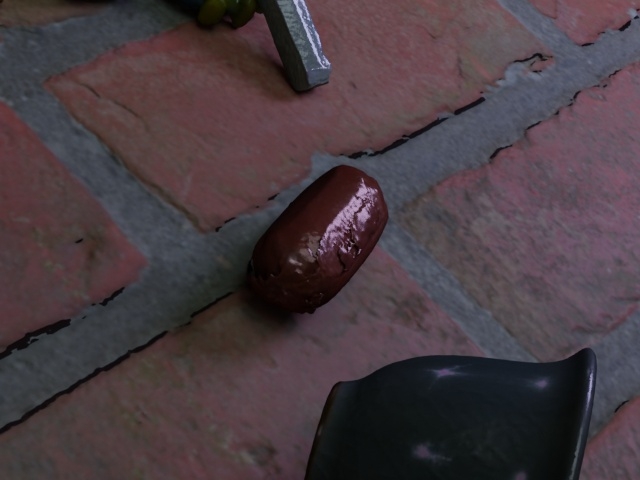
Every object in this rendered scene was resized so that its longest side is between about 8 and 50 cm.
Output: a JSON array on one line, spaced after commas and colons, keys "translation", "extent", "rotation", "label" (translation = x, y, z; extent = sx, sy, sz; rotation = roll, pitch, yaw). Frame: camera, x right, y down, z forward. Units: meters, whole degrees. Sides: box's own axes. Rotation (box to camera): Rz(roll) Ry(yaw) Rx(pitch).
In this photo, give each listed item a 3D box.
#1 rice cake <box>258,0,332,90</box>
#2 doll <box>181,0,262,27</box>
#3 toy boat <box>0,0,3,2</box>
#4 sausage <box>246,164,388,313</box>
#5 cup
[{"translation": [-0.035, -0.214, 1.053], "extent": [0.042, 0.030, 0.180], "rotation": [-22, 90, -42], "label": "rice cake"}, {"translation": [-0.164, -0.328, 1.080], "extent": [0.346, 0.099, 0.341], "rotation": [40, 44, 4], "label": "doll"}, {"translation": [-0.377, -0.217, 0.875], "extent": [0.318, 0.099, 0.141], "rotation": [7, 90, -23], "label": "toy boat"}, {"translation": [0.000, 0.000, 0.897], "extent": [0.076, 0.076, 0.141], "rotation": [36, 43, 4], "label": "sausage"}, {"translation": [0.071, 0.142, 0.754], "extent": [0.150, 0.199, 0.199], "rotation": [15, 43, 8], "label": "cup"}]
